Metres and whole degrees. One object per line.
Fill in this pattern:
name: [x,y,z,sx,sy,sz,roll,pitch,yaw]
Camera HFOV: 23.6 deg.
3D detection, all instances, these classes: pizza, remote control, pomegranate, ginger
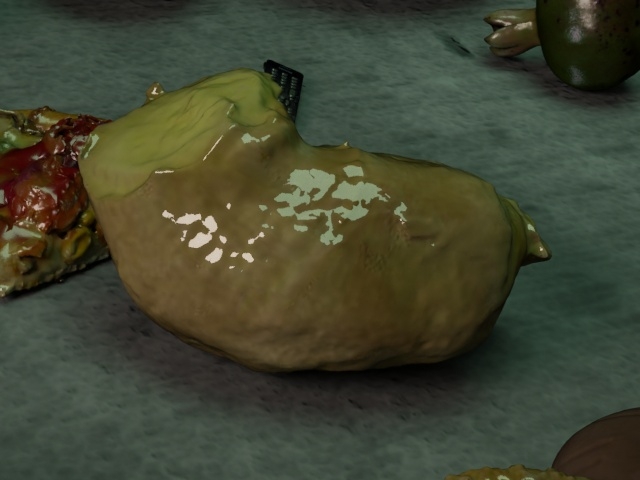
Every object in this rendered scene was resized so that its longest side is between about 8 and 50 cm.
pizza: [-0.152,-0.034,0.910,0.201,0.053,0.193,8,30,-6]
remote control: [-0.030,-0.102,1.106,0.034,0.016,0.091,24,29,-10]
pomegranate: [0.201,-0.175,1.224,0.142,0.114,0.114,-5,24,22]
ginger: [0.000,0.000,0.820,0.267,0.152,0.138,20,-1,-19]

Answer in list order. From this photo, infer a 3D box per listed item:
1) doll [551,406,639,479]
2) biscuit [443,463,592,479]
doll: [0.130,0.142,0.659,0.188,0.096,0.145,-2,56,-4]
biscuit: [0.089,0.183,0.562,0.220,0.033,0.220,1,57,-2]
